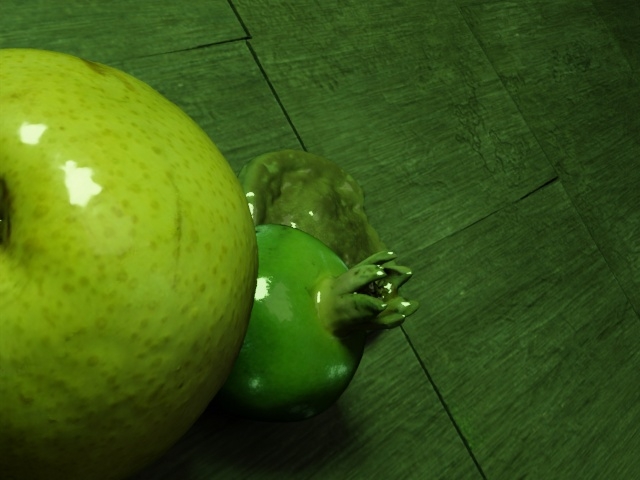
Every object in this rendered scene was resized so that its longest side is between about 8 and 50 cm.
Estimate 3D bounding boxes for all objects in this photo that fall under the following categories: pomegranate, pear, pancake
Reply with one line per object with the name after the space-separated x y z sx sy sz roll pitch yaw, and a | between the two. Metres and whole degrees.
-0.021 0.068 0.698 0.187 0.225 0.186 26 55 -45 | pomegranate
-0.190 0.021 0.519 0.314 0.314 0.314 19 56 -31 | pear
0.001 0.000 0.882 0.223 0.042 0.236 8 63 -39 | pancake
